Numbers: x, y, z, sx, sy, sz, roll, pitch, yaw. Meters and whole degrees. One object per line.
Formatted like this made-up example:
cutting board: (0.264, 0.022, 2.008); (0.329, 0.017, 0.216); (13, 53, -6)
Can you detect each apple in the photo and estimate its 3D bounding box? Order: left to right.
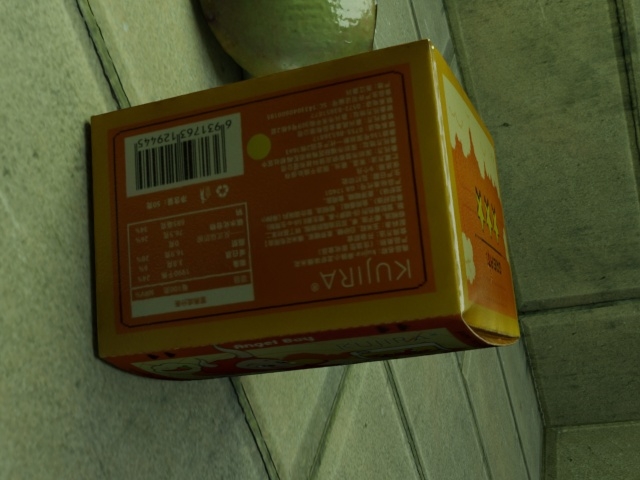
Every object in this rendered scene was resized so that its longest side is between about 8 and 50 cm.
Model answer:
apple: (-0.036, -0.286, 0.938); (0.193, 0.120, 0.265); (-4, 80, -28)

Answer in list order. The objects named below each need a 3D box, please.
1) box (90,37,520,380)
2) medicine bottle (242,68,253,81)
box: (0.000, 0.000, 0.746); (0.259, 0.283, 0.214); (27, 57, -66)
medicine bottle: (-0.064, -0.232, 1.012); (0.059, 0.059, 0.231); (14, 69, -69)
